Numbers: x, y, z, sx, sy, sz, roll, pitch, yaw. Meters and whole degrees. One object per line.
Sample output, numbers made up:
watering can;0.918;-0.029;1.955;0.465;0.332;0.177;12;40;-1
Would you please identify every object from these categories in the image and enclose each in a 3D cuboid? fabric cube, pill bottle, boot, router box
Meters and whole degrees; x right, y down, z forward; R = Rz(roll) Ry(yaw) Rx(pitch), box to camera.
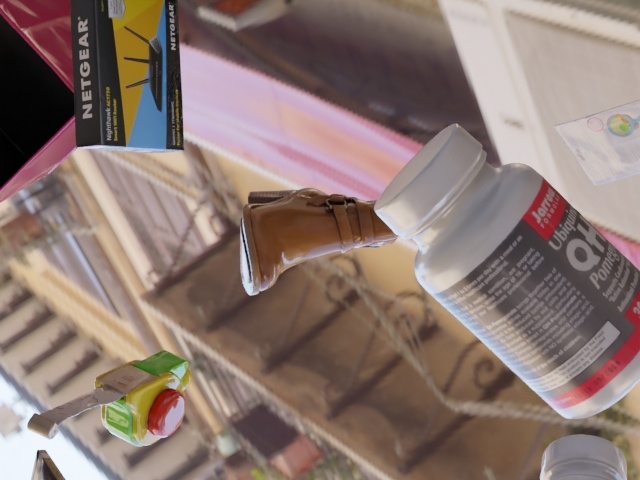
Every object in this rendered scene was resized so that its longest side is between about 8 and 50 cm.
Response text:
fabric cube;-0.427;-0.220;1.835;0.254;0.259;0.258;-40;-176;23
pill bottle;0.214;0.029;1.478;0.176;0.318;0.176;-46;-172;8
pill bottle;0.303;0.344;1.585;0.131;0.131;0.229;-9;-140;20
boot;0.000;0.000;1.928;0.220;0.109;0.283;3;-164;1
router box;-0.215;-0.189;1.536;0.046;0.179;0.133;-4;179;37

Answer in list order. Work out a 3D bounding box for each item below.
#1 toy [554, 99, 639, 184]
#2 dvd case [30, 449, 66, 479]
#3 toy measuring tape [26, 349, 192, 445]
toy;0.517;-0.178;2.214;0.237;0.137;0.056;-13;-146;44
dvd case;-0.355;0.413;1.867;0.018;0.165;0.221;1;-156;-35
toy measuring tape;-0.278;0.240;1.852;0.121;0.121;0.330;0;-168;30
